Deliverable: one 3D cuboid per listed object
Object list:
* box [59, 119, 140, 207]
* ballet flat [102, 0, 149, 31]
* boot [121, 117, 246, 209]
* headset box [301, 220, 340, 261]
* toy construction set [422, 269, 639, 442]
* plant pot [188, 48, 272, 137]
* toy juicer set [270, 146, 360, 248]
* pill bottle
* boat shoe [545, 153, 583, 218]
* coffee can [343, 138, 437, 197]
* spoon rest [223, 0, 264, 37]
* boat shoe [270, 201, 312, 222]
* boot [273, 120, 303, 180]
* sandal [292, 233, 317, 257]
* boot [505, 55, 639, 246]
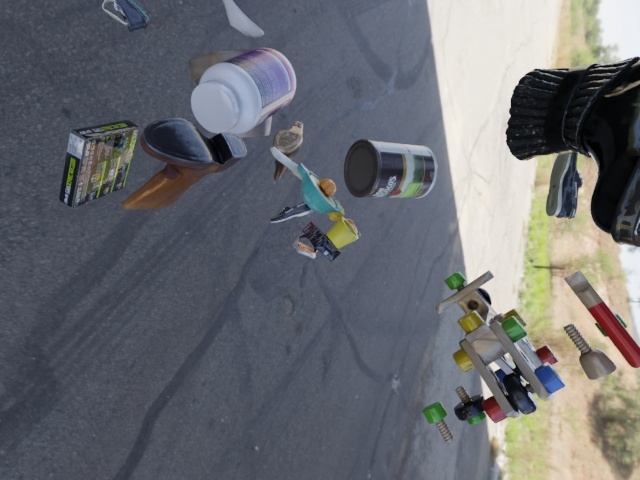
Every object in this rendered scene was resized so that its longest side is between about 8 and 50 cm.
[{"bbox_3d":[-0.535,-0.190,0.993,0.190,0.045,0.184,-60,180,29],"label":"box"},{"bbox_3d":[-0.506,-0.590,0.976,0.203,0.074,0.074,49,45,-16],"label":"ballet flat"},{"bbox_3d":[-0.335,-0.147,0.865,0.096,0.280,0.264,64,26,-3],"label":"boot"},{"bbox_3d":[0.000,0.000,0.877,0.032,0.083,0.062,-43,130,5],"label":"headset box"},{"bbox_3d":[0.308,0.137,0.676,0.257,0.309,0.237,-13,66,-40],"label":"toy construction set"},{"bbox_3d":[-0.300,-0.521,1.506,0.323,0.323,0.280,-28,117,-55],"label":"plant pot"},{"bbox_3d":[0.013,-0.129,1.133,0.329,0.089,0.209,55,15,10],"label":"toy juicer set"},{"bbox_3d":[-0.207,-0.407,1.119,0.323,0.181,0.181,-55,133,-50],"label":"pill bottle"},{"bbox_3d":[0.749,-0.181,1.237,0.084,0.079,0.233,43,58,-88],"label":"boat shoe"},{"bbox_3d":[0.253,-0.255,1.480,0.275,0.201,0.201,-3,91,-31],"label":"coffee can"},{"bbox_3d":[-0.301,-0.756,1.325,0.276,0.137,0.084,22,109,-33],"label":"spoon rest"},{"bbox_3d":[-0.085,-0.079,1.136,0.046,0.125,0.038,-42,115,-70],"label":"boat shoe"},{"bbox_3d":[-0.127,-0.298,1.464,0.248,0.090,0.207,-67,180,-54],"label":"boot"},{"bbox_3d":[-0.047,0.018,1.644,0.265,0.102,0.076,-145,-101,-80],"label":"sandal"},{"bbox_3d":[0.416,-0.152,0.653,0.131,0.260,0.348,45,68,-35],"label":"boot"}]
